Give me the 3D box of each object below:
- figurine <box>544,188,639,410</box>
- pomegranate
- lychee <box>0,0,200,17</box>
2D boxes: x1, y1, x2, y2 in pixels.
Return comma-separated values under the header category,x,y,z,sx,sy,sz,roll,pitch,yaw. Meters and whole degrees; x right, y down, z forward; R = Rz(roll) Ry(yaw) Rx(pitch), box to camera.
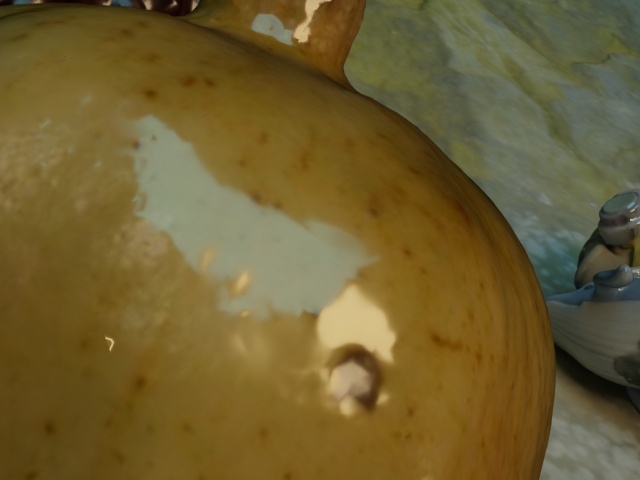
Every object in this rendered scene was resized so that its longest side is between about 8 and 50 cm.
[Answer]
category,x,y,z,sx,sy,sz,roll,pitch,yaw
figurine,0.238,0.032,1.016,0.208,0.128,0.184,-12,27,14
pomegranate,-0.063,0.039,0.605,0.342,0.343,0.342,16,31,-10
lychee,-0.154,-0.130,0.879,0.306,0.330,0.306,7,3,0
